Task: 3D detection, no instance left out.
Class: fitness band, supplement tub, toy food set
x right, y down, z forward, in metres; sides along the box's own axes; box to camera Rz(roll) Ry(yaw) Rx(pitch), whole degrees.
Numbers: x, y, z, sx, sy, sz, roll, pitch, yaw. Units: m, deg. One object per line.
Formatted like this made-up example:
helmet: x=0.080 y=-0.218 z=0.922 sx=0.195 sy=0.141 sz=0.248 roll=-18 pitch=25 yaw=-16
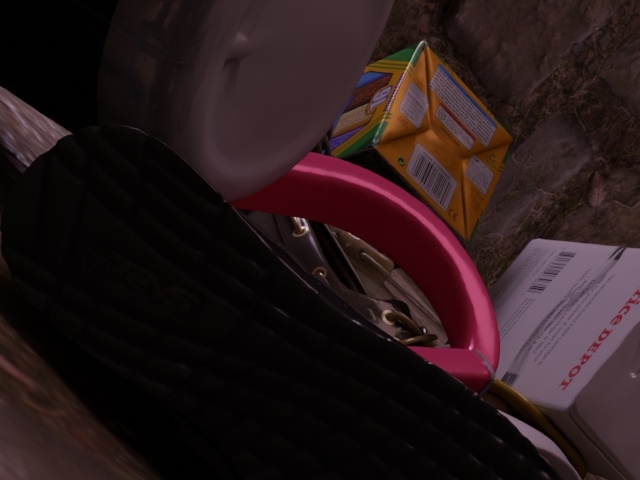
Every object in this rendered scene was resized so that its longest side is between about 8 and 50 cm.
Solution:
fitness band: x=-0.002 y=0.021 z=0.925 sx=0.290 sy=0.054 sz=0.209 roll=9 pitch=40 yaw=-41
supplement tub: x=-0.140 y=-0.183 z=0.844 sx=0.338 sy=0.207 sz=0.207 roll=33 pitch=-1 yaw=21
toy food set: x=0.177 y=0.202 z=1.546 sx=0.218 sy=0.071 sz=0.128 roll=46 pitch=-20 yaw=-17

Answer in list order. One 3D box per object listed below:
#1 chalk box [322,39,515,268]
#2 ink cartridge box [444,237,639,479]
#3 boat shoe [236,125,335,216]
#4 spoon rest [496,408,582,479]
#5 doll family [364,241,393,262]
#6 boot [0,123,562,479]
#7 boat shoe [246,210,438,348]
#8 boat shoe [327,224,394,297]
chalk box: x=0.051 y=-0.080 z=1.777 sx=0.180 sy=0.179 sz=0.289 roll=44 pitch=-36 yaw=-24
ink cartridge box: x=0.288 y=0.124 z=1.646 sx=0.129 sy=0.223 sz=0.307 roll=47 pitch=-15 yaw=-19
boat shoe: x=-0.046 y=-0.114 z=1.290 sx=0.130 sy=0.132 sz=0.355 roll=3 pitch=35 yaw=-10
spoon rest: x=0.134 y=0.167 z=1.258 sx=0.276 sy=0.084 sz=0.137 roll=45 pitch=4 yaw=-17
doll family: x=0.003 y=-0.009 z=1.564 sx=0.193 sy=0.076 sz=0.111 roll=39 pitch=37 yaw=6
boot: x=0.012 y=0.087 z=0.676 sx=0.338 sy=0.118 sz=0.223 roll=51 pitch=0 yaw=11
boat shoe: x=0.024 y=0.071 z=1.033 sx=0.305 sy=0.091 sz=0.109 roll=49 pitch=5 yaw=40
boat shoe: x=-0.038 y=-0.028 z=1.393 sx=0.285 sy=0.089 sz=0.104 roll=47 pitch=5 yaw=32
